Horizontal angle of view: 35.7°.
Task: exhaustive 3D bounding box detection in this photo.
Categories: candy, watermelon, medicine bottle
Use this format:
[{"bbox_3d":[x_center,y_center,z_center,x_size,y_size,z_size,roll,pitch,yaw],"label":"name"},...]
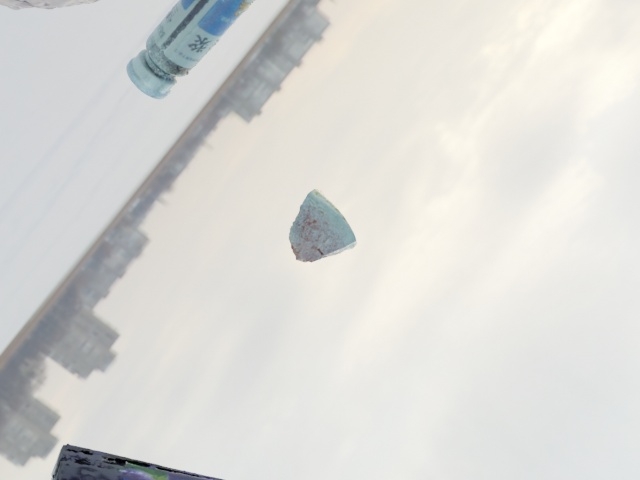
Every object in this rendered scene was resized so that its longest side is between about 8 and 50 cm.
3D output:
[{"bbox_3d":[-0.125,0.285,1.031,0.061,0.313,0.088,-84,-169,-45],"label":"candy"},{"bbox_3d":[0.008,-0.005,1.474,0.094,0.081,0.180,-44,154,10],"label":"watermelon"},{"bbox_3d":[-0.098,-0.202,0.868,0.191,0.051,0.051,-40,-166,30],"label":"medicine bottle"}]

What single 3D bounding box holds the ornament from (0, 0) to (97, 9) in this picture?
[{"bbox_3d":[-0.194,-0.300,0.705,0.225,0.259,0.259,-18,-156,22],"label":"ornament"}]
